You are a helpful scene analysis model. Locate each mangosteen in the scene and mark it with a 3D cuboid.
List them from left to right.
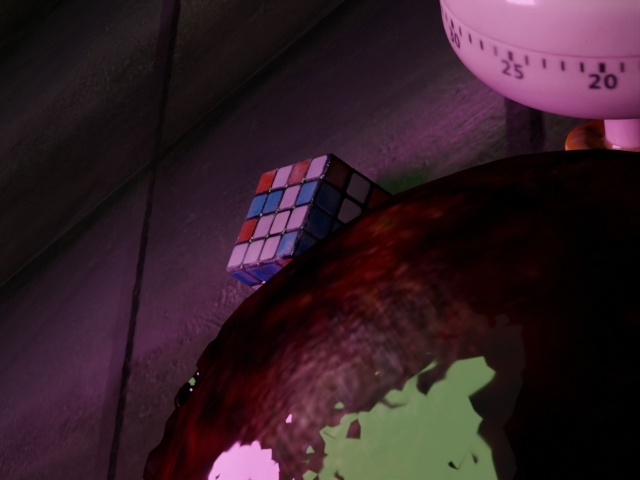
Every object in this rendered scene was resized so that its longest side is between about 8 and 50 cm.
[{"bbox_3d":[0.122,0.175,0.752,0.381,0.421,0.381,-34,-9,-6],"label":"mangosteen"}]

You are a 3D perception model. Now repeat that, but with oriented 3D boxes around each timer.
[{"bbox_3d":[0.188,-0.189,1.105,0.233,0.240,0.233,-5,34,4],"label":"timer"}]

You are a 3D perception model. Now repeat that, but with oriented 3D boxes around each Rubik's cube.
[{"bbox_3d":[0.000,0.000,1.360,0.092,0.092,0.092,-12,52,53],"label":"Rubik's cube"}]
